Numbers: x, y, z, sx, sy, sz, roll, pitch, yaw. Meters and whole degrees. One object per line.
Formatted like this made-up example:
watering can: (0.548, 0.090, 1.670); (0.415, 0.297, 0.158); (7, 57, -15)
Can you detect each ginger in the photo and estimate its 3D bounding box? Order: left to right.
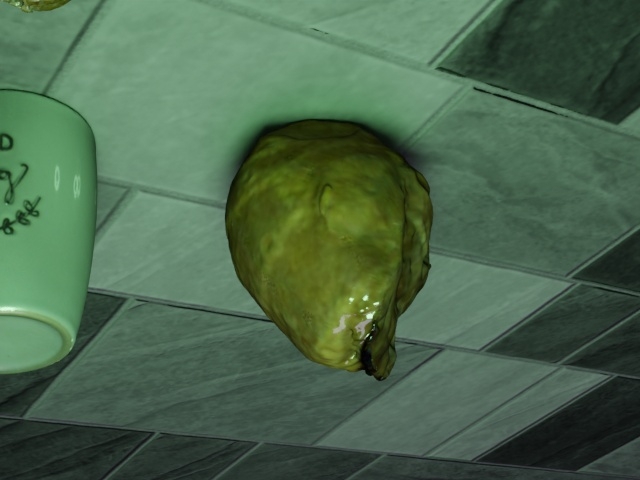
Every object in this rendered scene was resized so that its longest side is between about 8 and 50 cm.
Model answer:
ginger: (0.000, -0.003, 1.214); (0.223, 0.269, 0.200); (15, 127, 15)

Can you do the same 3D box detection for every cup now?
cup: (-0.346, 0.005, 1.156); (0.258, 0.234, 0.186); (-9, 149, 3)

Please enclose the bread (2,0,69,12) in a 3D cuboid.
bread: (-0.221, -0.230, 0.964); (0.082, 0.060, 0.113); (1, 147, -12)
